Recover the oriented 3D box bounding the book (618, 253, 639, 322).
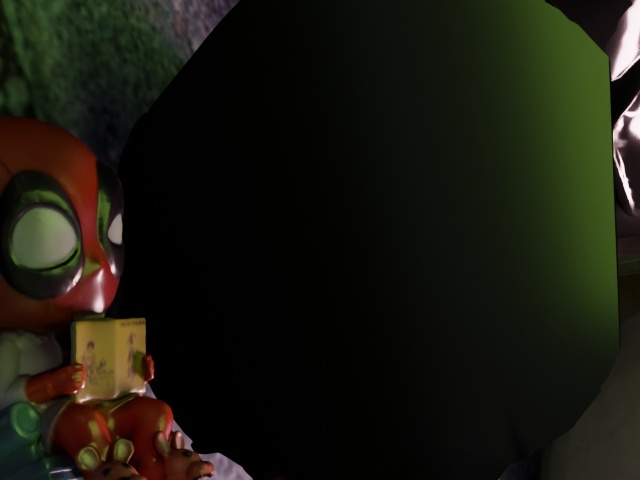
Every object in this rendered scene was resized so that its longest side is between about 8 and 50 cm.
[{"bbox_3d":[0.326,0.081,0.893,0.018,0.242,0.170,-45,118,-61],"label":"book"}]

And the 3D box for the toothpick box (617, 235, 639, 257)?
[{"bbox_3d":[0.471,-0.089,1.005,0.409,0.425,0.408,49,33,-47],"label":"toothpick box"}]

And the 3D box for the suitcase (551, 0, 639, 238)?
[{"bbox_3d":[0.121,-0.172,0.634,0.345,0.188,0.339,51,32,-60],"label":"suitcase"}]

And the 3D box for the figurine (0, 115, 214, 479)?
[{"bbox_3d":[-0.091,0.023,0.343,0.068,0.075,0.140,-1,69,-60],"label":"figurine"}]

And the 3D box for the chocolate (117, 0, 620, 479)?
[{"bbox_3d":[0.000,0.000,0.487,0.177,0.206,0.224,-174,-100,-74],"label":"chocolate"}]

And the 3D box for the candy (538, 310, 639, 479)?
[{"bbox_3d":[0.276,0.184,0.809,0.296,0.185,0.295,-11,106,-43],"label":"candy"}]
